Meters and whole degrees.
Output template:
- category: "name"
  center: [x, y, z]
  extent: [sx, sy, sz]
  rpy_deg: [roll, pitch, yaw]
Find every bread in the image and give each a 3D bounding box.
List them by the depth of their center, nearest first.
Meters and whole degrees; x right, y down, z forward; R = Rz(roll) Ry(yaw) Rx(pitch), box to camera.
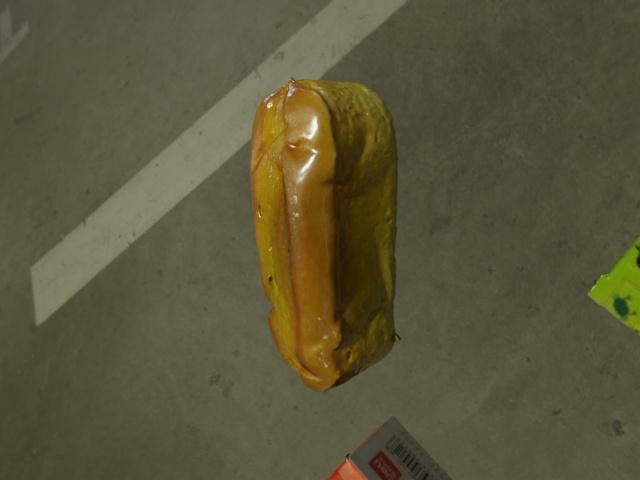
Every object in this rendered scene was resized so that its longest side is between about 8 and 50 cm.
- category: "bread"
  center: [0.000, 0.000, 0.364]
  extent: [0.102, 0.094, 0.246]
  rpy_deg: [19, 119, 47]

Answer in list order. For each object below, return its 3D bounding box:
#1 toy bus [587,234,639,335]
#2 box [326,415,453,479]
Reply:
- category: "toy bus"
  center: [0.301, 0.076, 0.210]
  extent: [0.302, 0.113, 0.139]
  rpy_deg: [52, 134, 42]
- category: "box"
  center: [0.119, 0.299, 0.466]
  extent: [0.229, 0.123, 0.050]
  rpy_deg: [44, 113, 22]
